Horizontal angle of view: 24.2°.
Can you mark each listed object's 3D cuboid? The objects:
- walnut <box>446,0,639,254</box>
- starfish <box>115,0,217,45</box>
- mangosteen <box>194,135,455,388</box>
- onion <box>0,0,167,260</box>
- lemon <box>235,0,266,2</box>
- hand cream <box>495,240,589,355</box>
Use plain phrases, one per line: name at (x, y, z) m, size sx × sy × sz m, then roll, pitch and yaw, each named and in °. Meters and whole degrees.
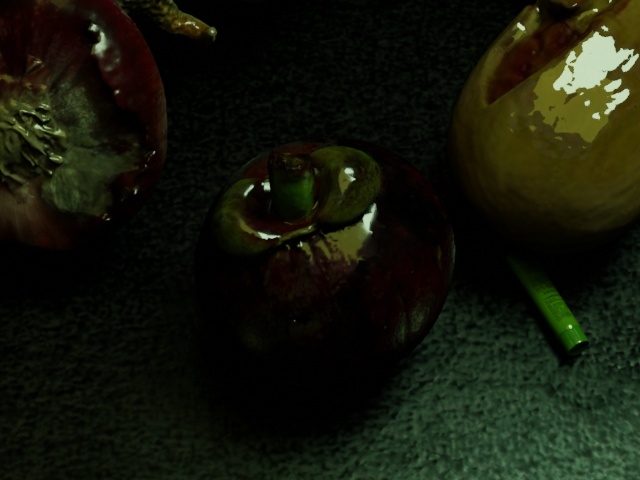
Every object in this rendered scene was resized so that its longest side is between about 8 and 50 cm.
walnut at (0.235, -0.119, 1.320) m, size 0.203 × 0.203 × 0.298 m, roll 34°, pitch 67°, yaw 17°
starfish at (-0.245, -0.265, 1.278) m, size 0.375 × 0.327 × 0.094 m, roll 34°, pitch 50°, yaw -31°
mangosteen at (0.007, 0.006, 1.208) m, size 0.216 × 0.216 × 0.216 m, roll 2°, pitch 56°, yaw -3°
onion at (-0.255, -0.118, 1.269) m, size 0.272 × 0.272 × 0.195 m, roll 15°, pitch 19°, yaw 5°
lemon at (-0.092, -0.426, 1.396) m, size 0.364 × 0.364 × 0.364 m, roll 2°, pitch 56°, yaw -3°
hand cream at (0.196, 0.047, 1.306) m, size 0.036 × 0.023 × 0.122 m, roll -6°, pitch 54°, yaw -34°
